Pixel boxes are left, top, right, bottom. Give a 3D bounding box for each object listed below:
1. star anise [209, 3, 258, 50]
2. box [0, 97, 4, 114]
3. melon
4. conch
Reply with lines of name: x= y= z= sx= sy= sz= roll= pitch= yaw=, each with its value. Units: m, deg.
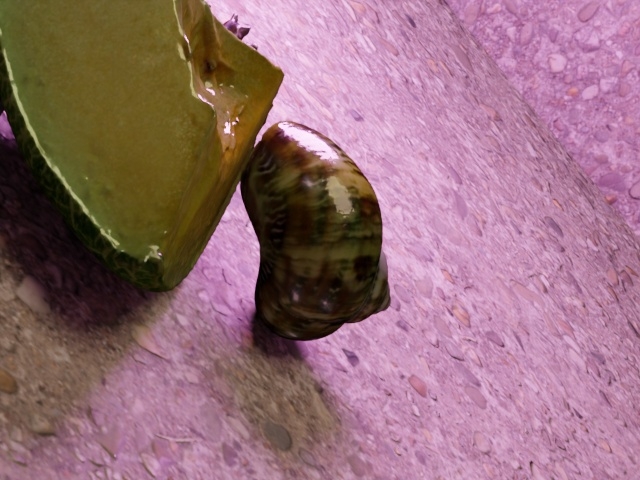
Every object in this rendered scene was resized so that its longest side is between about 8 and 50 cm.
star anise: x=-0.124 y=-0.176 z=1.838 sx=0.148 sy=0.218 sz=0.227 roll=22 pitch=-27 yaw=10
box: x=-0.325 y=-0.168 z=1.374 sx=0.177 sy=0.036 sz=0.115 roll=44 pitch=20 yaw=-13
melon: x=-0.135 y=-0.112 z=1.424 sx=0.331 sy=0.226 sz=0.343 roll=60 pitch=-3 yaw=12
conch: x=0.003 y=0.001 z=1.535 sx=0.181 sy=0.124 sz=0.187 roll=60 pitch=44 yaw=-62
